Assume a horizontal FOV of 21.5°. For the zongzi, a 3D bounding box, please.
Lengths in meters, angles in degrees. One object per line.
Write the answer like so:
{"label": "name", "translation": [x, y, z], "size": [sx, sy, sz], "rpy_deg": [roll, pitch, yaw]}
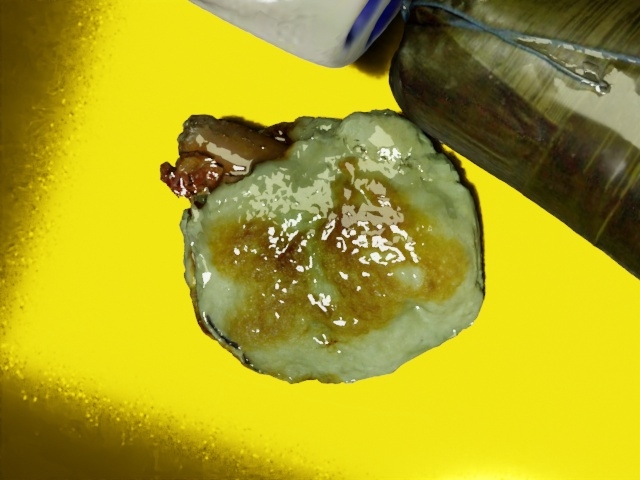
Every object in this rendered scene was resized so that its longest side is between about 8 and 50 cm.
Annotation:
{"label": "zongzi", "translation": [0.305, -0.192, 1.382], "size": [0.403, 0.208, 0.432], "rpy_deg": [34, 86, 7]}

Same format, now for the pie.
{"label": "pie", "translation": [0.004, 0.008, 1.484], "size": [0.274, 0.105, 0.257], "rpy_deg": [-2, 108, 11]}

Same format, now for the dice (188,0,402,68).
{"label": "dice", "translation": [-0.043, -0.321, 1.354], "size": [0.304, 0.304, 0.277], "rpy_deg": [33, 97, 5]}
